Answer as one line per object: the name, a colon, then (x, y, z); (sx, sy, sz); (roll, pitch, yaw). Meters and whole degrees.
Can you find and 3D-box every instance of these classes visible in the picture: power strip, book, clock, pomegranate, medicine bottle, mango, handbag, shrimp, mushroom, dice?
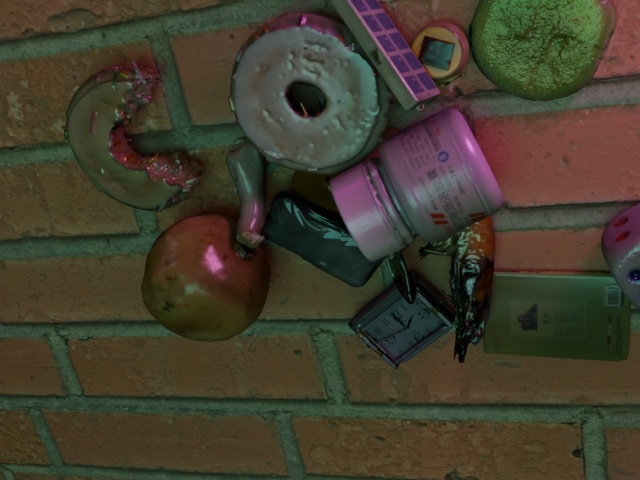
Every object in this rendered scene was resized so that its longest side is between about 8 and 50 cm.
power strip: (0.121, -0.430, 1.692); (0.043, 0.106, 0.367); (-38, 83, 41)
book: (0.576, 0.181, 1.983); (0.352, 0.035, 0.239); (1, 116, 17)
clock: (0.215, 0.207, 2.081); (0.186, 0.083, 0.253); (44, 121, -8)
pomegranate: (-0.283, 0.095, 2.045); (0.333, 0.332, 0.332); (8, 120, 13)
medicine bottle: (0.208, -0.114, 1.768); (0.325, 0.256, 0.256); (-26, 108, 10)
mango: (0.016, -0.134, 1.956); (0.178, 0.090, 0.115); (25, 132, 12)
handbag: (-0.003, -0.002, 2.023); (0.332, 0.075, 0.191); (27, 142, -3)
shrimp: (0.290, 0.085, 1.936); (0.272, 0.085, 0.444); (-6, 100, 9)
mushroom: (-0.175, -0.120, 1.969); (0.099, 0.096, 0.277); (-7, 84, 13)
dice: (0.740, 0.028, 1.755); (0.193, 0.192, 0.194); (-31, 104, 28)

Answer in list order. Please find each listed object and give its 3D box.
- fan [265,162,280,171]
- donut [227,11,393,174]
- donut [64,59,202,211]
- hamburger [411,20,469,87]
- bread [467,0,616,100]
fan: (-0.117, -0.189, 2.008); (0.193, 0.016, 0.038); (-22, 101, 25)
donut: (-0.017, -0.336, 1.821); (0.383, 0.142, 0.382); (7, 120, 13)
donut: (-0.472, -0.248, 2.007); (0.307, 0.150, 0.371); (-14, 113, 24)
hamburger: (0.256, -0.400, 1.737); (0.127, 0.081, 0.141); (2, 105, 20)
bread: (0.457, -0.433, 1.679); (0.302, 0.045, 0.301); (8, 119, 14)
